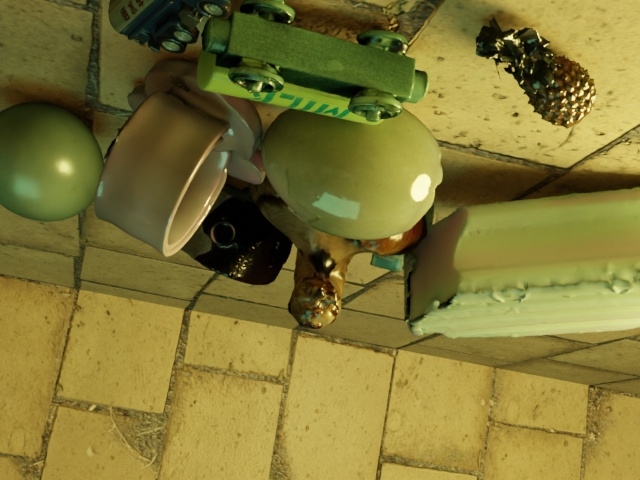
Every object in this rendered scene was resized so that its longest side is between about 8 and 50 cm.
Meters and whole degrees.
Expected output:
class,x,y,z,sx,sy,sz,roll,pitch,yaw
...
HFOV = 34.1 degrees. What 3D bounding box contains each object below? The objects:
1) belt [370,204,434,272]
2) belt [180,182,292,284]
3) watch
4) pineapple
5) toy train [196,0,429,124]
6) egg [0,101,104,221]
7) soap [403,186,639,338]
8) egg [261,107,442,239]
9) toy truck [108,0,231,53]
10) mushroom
class,x,y,z,sx,sy,sz,roll,pitch,yaw
belt,0.128,-0.012,1.755,0.072,0.087,0.302,4,167,-5
belt,-0.131,-0.026,1.691,0.184,0.164,0.289,26,-177,3
watch,-0.193,-0.096,1.316,0.211,0.217,0.248,30,161,3
pineapple,0.224,-0.178,1.090,0.074,0.074,0.159,-6,153,46
toy train,-0.016,-0.183,1.134,0.253,0.105,0.157,9,171,-21
egg,-0.404,-0.112,1.520,0.168,0.168,0.231,6,170,11
soap,0.340,0.042,1.531,0.446,0.156,0.261,-6,160,12
egg,0.031,-0.097,1.293,0.217,0.183,0.183,22,162,-21
toy truck,-0.147,-0.249,1.035,0.088,0.074,0.201,26,161,-24
mushroom,0.001,-0.037,1.506,0.267,0.254,0.267,50,169,13
